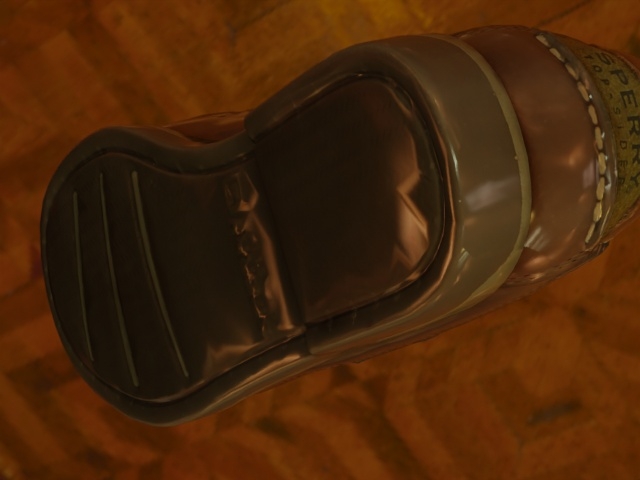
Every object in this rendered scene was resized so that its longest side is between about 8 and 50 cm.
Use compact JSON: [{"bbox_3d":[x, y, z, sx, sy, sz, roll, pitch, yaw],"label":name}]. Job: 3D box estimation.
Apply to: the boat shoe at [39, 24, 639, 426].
[{"bbox_3d":[0.000,0.000,0.582,0.307,0.104,0.111,-8,93,58],"label":"boat shoe"}]
